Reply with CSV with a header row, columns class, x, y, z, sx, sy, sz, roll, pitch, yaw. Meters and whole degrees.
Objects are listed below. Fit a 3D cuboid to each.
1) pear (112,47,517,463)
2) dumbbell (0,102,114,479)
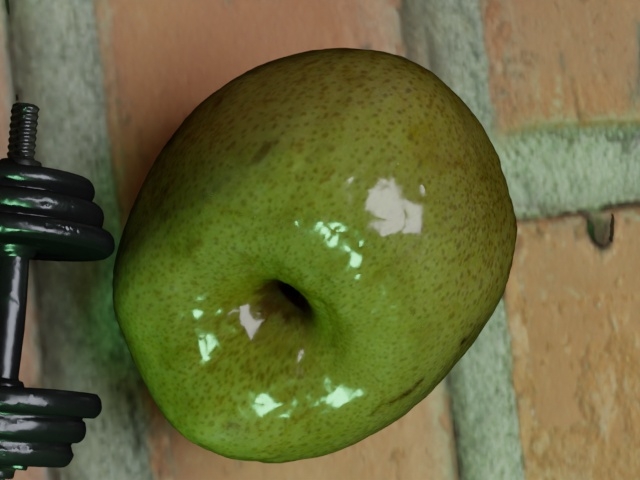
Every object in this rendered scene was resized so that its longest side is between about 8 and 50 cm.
class,x,y,z,sx,sy,sz,roll,pitch,yaw
pear,0.000,0.000,0.970,0.188,0.228,0.211,35,27,-4
dumbbell,-0.152,0.036,0.906,0.099,0.099,0.208,10,80,-40
